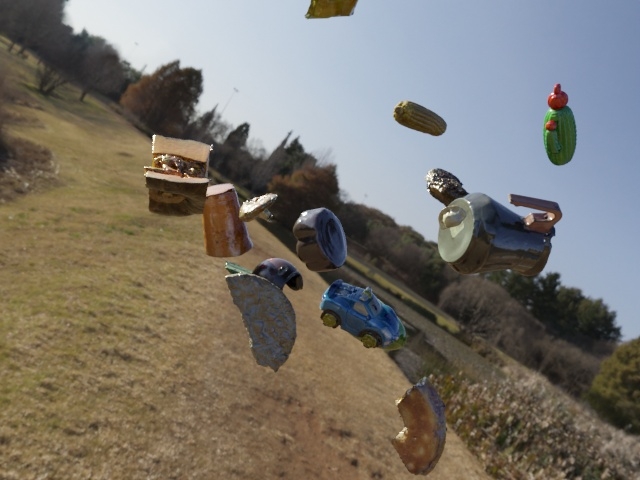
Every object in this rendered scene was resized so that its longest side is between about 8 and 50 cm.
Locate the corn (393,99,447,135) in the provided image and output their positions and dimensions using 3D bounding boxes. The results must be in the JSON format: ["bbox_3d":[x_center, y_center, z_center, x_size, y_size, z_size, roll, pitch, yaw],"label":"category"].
[{"bbox_3d":[0.465,-0.564,2.218,0.363,0.120,0.120,4,22,-46],"label":"corn"}]

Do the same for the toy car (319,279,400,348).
[{"bbox_3d":[0.153,0.256,1.737,0.314,0.165,0.198,26,27,14],"label":"toy car"}]

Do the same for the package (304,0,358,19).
[{"bbox_3d":[0.056,-0.834,1.639,0.090,0.226,0.168,61,-27,15],"label":"package"}]

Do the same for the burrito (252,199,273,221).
[{"bbox_3d":[-0.268,-0.128,2.159,0.041,0.055,0.149,19,-13,42],"label":"burrito"}]

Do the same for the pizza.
[{"bbox_3d":[0.307,0.566,1.462,0.162,0.305,0.086,4,4,32],"label":"pizza"}]

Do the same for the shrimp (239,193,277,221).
[{"bbox_3d":[-0.224,-0.126,1.695,0.062,0.154,0.294,59,-6,-17],"label":"shrimp"}]

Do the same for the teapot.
[{"bbox_3d":[0.664,-0.028,1.743,0.362,0.376,0.305,9,52,-16],"label":"teapot"}]

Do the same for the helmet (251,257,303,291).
[{"bbox_3d":[-0.181,0.167,1.882,0.193,0.189,0.216,51,-44,-5],"label":"helmet"}]

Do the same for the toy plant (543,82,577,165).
[{"bbox_3d":[0.697,-0.325,1.402,0.088,0.154,0.240,13,-18,40],"label":"toy plant"}]

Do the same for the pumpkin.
[{"bbox_3d":[-0.312,-0.161,1.064,0.140,0.189,0.280,7,-15,-18],"label":"pumpkin"}]

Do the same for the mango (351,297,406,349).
[{"bbox_3d":[0.250,0.393,2.247,0.382,0.225,0.201,40,31,-18],"label":"mango"}]

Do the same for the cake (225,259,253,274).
[{"bbox_3d":[-0.398,0.198,2.452,0.236,0.099,0.100,26,15,-16],"label":"cake"}]

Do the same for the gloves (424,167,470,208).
[{"bbox_3d":[0.557,-0.207,2.068,0.210,0.135,0.312,47,17,-10],"label":"gloves"}]

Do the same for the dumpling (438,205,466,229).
[{"bbox_3d":[0.377,-0.067,1.377,0.052,0.057,0.076,-10,-17,-20],"label":"dumpling"}]

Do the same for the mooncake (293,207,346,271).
[{"bbox_3d":[0.000,0.000,1.764,0.134,0.244,0.245,-13,-17,20],"label":"mooncake"}]

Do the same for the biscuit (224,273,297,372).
[{"bbox_3d":[-0.135,0.198,1.227,0.038,0.141,0.289,17,-52,68],"label":"biscuit"}]

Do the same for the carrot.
[{"bbox_3d":[-0.373,-0.080,1.868,0.196,0.254,0.196,-4,19,1],"label":"carrot"}]
